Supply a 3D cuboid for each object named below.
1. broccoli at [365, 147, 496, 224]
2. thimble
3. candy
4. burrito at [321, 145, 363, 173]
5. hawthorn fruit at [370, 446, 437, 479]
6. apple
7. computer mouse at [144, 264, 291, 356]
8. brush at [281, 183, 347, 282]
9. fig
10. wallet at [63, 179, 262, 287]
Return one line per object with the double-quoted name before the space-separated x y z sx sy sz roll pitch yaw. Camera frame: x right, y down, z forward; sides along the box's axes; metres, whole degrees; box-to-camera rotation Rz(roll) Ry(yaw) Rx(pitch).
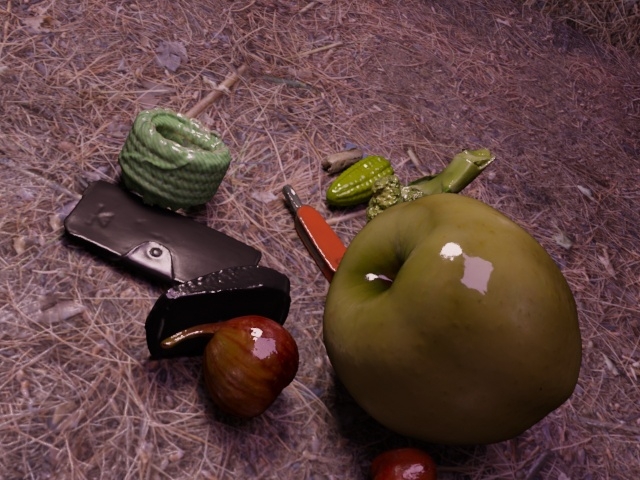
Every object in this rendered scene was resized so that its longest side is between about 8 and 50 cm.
"broccoli" 0.205 -0.090 1.915 0.186 0.302 0.254 36 42 2
"thimble" -0.299 -0.164 1.786 0.218 0.150 0.219 23 24 -11
"candy" 0.087 -0.133 2.058 0.096 0.097 0.209 43 46 18
"burrito" 0.061 -0.201 2.153 0.055 0.041 0.149 33 37 28
"hawthorn fruit" 0.139 0.410 1.469 0.128 0.128 0.128 16 40 -14
"apple" 0.236 0.151 1.567 0.473 0.474 0.474 16 40 -14
"computer mouse" -0.183 0.120 1.561 0.295 0.168 0.087 -4 42 -32
"brush" 0.000 0.000 1.894 0.070 0.051 0.323 -14 57 -32
"fig" -0.142 0.193 1.497 0.207 0.175 0.175 42 40 7
"wallet" -0.309 0.005 1.703 0.377 0.051 0.197 25 37 -2
